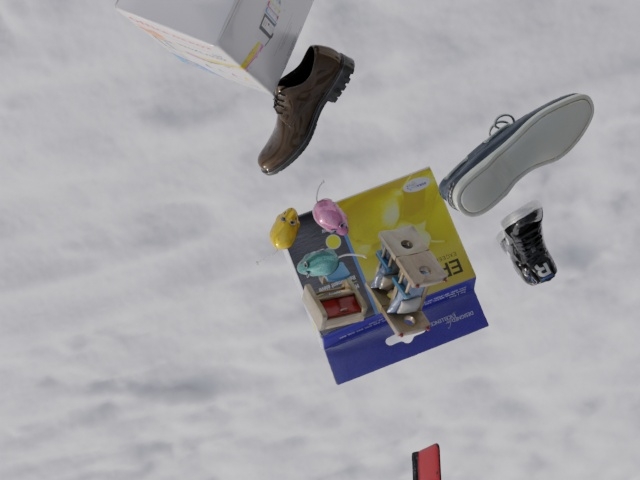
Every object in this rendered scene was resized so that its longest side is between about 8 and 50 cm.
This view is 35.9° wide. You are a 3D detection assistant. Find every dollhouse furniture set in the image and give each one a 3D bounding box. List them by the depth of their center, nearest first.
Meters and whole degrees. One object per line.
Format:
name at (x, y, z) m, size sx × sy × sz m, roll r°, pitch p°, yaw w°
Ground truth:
dollhouse furniture set at (0.087, 0.079, 1.605) m, size 0.183 × 0.129 × 0.129 m, roll -11°, pitch 137°, yaw -24°

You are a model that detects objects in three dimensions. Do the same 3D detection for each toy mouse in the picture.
toy mouse at (0.000, 0.000, 1.407) m, size 0.143 × 0.031 × 0.161 m, roll 26°, pitch 104°, yaw -1°

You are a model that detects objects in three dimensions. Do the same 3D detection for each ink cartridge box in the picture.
ink cartridge box at (-0.141, -0.335, 1.385) m, size 0.168 × 0.171 × 0.232 m, roll -66°, pitch 163°, yaw -1°
ink cartridge box at (0.113, 0.060, 1.768) m, size 0.303 × 0.307 × 0.072 m, roll -21°, pitch 167°, yaw -7°

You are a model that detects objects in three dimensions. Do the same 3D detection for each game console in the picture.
game console at (0.217, 0.461, 1.824) m, size 0.085 × 0.144 × 0.124 m, roll -17°, pitch 149°, yaw 33°

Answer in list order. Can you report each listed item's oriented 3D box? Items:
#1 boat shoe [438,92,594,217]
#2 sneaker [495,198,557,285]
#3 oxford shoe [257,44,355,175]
boat shoe at (0.284, -0.132, 1.439) m, size 0.254 × 0.079 × 0.095 m, roll -42°, pitch 123°, yaw 0°
sneaker at (0.364, 0.010, 1.678) m, size 0.079 × 0.121 × 0.217 m, roll -30°, pitch 167°, yaw -1°
oxford shoe at (-0.047, -0.207, 1.543) m, size 0.096 × 0.083 × 0.227 m, roll 22°, pitch 106°, yaw -32°
